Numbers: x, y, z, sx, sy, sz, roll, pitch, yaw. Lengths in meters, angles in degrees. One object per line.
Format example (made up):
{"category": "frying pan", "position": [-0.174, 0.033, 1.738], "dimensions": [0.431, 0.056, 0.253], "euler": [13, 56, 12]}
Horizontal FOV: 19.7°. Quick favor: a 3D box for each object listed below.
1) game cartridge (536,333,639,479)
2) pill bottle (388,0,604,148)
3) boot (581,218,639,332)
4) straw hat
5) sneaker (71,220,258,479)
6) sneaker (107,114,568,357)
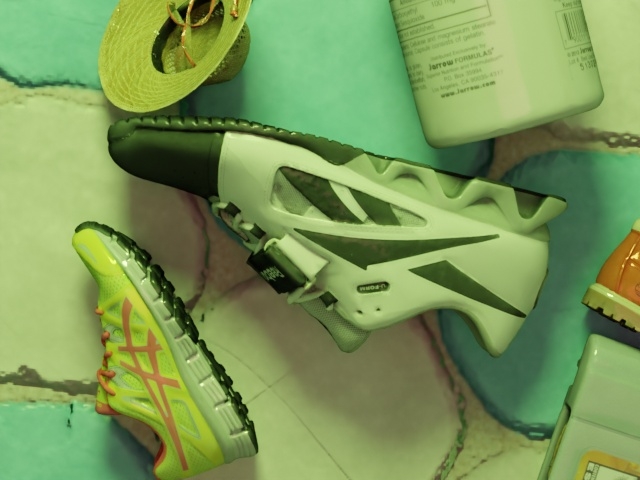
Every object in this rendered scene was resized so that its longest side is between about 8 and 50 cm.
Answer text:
{"category": "game cartridge", "position": [0.244, 0.238, 1.362], "dimensions": [0.198, 0.062, 0.297], "euler": [18, 93, 2]}
{"category": "pill bottle", "position": [0.109, -0.189, 1.292], "dimensions": [0.131, 0.131, 0.229], "euler": [-15, 94, -1]}
{"category": "boot", "position": [0.279, 0.047, 1.349], "dimensions": [0.158, 0.059, 0.085], "euler": [29, 88, -2]}
{"category": "straw hat", "position": [-0.085, -0.141, 1.322], "dimensions": [0.061, 0.144, 0.144], "euler": [34, 93, -46]}
{"category": "sneaker", "position": [-0.131, 0.085, 1.328], "dimensions": [0.094, 0.081, 0.208], "euler": [-30, 94, 3]}
{"category": "sneaker", "position": [0.000, 0.000, 1.305], "dimensions": [0.330, 0.122, 0.146], "euler": [15, 91, -2]}
